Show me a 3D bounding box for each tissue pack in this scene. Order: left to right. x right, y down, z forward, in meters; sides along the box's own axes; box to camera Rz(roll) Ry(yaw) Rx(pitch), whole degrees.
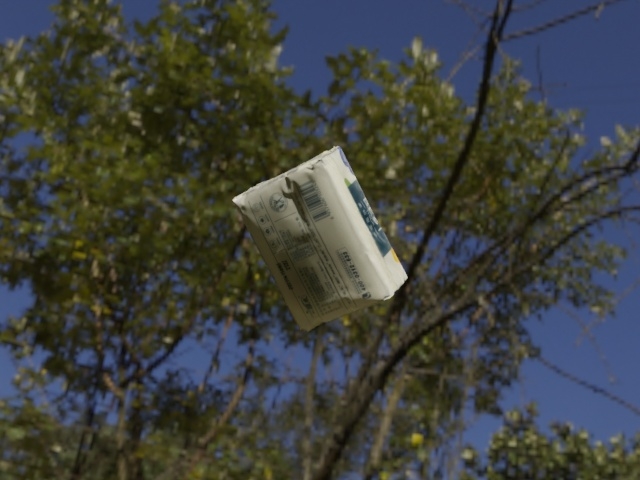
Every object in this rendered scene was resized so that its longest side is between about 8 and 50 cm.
[{"bbox_3d":[0.000,0.000,0.621,0.062,0.042,0.083,-24,-82,24],"label":"tissue pack"}]
